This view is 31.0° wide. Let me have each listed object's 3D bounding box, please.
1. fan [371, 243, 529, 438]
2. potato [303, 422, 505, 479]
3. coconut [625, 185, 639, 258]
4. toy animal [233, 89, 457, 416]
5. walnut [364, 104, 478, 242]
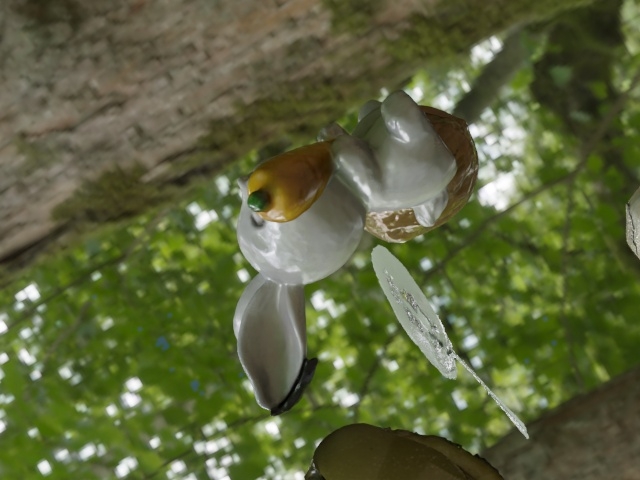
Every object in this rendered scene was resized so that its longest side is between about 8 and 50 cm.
[{"bbox_3d":[0.173,0.148,1.658,0.414,0.012,0.233,47,165,50],"label":"fan"},{"bbox_3d":[0.114,0.359,1.306,0.242,0.285,0.242,-40,-42,-51],"label":"potato"},{"bbox_3d":[0.395,-0.026,1.109,0.171,0.183,0.171,38,-162,-15],"label":"coconut"},{"bbox_3d":[0.000,0.000,0.675,0.127,0.182,0.131,49,176,-13],"label":"toy animal"},{"bbox_3d":[0.098,-0.078,1.286,0.149,0.166,0.166,45,-159,-14],"label":"walnut"}]
